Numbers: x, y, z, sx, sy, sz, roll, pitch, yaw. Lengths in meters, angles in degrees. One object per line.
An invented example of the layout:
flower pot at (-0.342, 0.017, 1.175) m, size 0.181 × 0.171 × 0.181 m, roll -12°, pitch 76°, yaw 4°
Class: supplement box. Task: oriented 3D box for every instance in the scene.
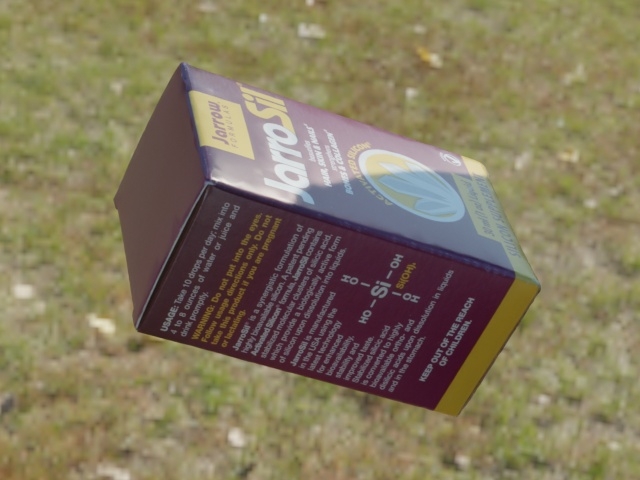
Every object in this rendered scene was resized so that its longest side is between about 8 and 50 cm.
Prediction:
supplement box at (0.000, 0.000, 0.391) m, size 0.083 × 0.043 × 0.055 m, roll 16°, pitch 30°, yaw -22°
